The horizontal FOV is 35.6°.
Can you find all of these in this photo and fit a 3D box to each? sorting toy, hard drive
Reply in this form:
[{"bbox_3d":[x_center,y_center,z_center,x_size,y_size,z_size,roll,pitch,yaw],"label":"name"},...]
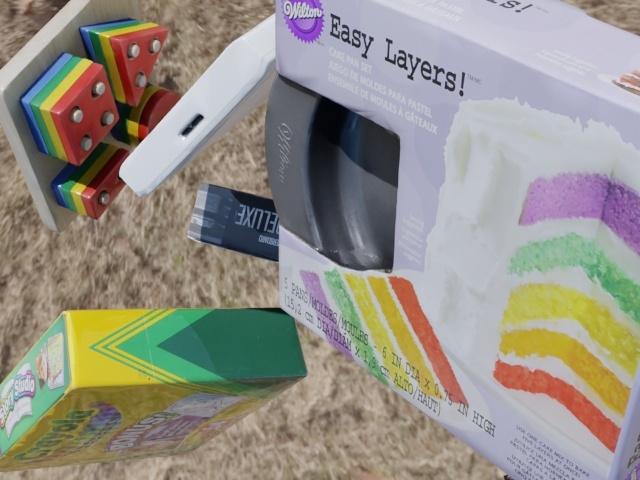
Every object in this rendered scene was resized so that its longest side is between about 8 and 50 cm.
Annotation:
[{"bbox_3d":[-0.271,-0.170,1.265,0.089,0.255,0.257,20,146,19],"label":"sorting toy"},{"bbox_3d":[-0.057,-0.197,1.102,0.047,0.353,0.233,46,129,-5],"label":"hard drive"}]

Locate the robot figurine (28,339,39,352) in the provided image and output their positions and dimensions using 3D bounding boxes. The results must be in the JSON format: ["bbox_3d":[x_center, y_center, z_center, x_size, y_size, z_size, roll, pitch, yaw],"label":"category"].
[{"bbox_3d":[-0.391,0.195,1.585,0.158,0.219,0.128,-4,73,-36],"label":"robot figurine"}]

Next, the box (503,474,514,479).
[{"bbox_3d":[0.420,0.452,1.789,0.162,0.029,0.116,-16,111,5],"label":"box"}]

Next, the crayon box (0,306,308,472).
[{"bbox_3d":[-0.246,0.203,1.320,0.313,0.363,0.106,1,63,-35],"label":"crayon box"}]

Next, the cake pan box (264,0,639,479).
[{"bbox_3d":[0.077,-0.012,0.532,0.070,0.267,0.246,-26,135,-35],"label":"cake pan box"}]

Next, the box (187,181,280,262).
[{"bbox_3d":[0.000,0.000,1.315,0.242,0.307,0.077,14,91,17],"label":"box"}]
